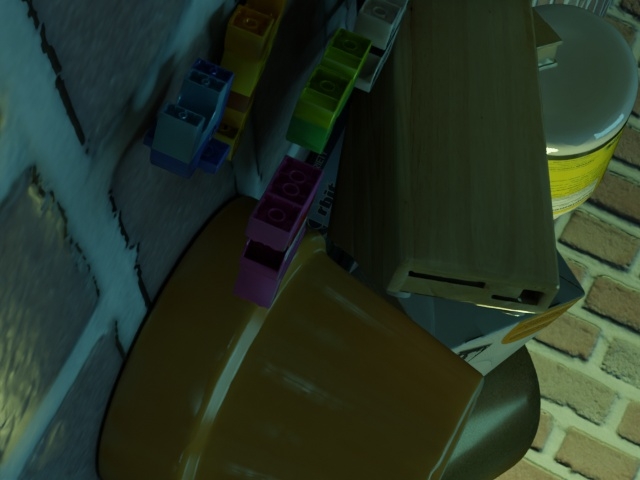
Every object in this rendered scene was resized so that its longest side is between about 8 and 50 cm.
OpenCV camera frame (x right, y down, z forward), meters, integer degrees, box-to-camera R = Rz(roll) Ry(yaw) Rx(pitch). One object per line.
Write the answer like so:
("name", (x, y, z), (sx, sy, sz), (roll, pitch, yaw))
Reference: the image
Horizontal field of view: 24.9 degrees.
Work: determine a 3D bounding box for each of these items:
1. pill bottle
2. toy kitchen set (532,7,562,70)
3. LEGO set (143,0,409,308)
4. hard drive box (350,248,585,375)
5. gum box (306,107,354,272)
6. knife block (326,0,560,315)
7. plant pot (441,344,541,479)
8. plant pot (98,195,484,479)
("pill bottle", (0.276, -0.140, 1.810), (0.188, 0.188, 0.334), (-62, 170, -16))
("toy kitchen set", (0.183, -0.185, 1.449), (0.083, 0.075, 0.068), (-17, 140, -20))
("LEGO set", (-0.029, -0.058, 0.726), (0.227, 0.087, 0.093), (-64, 176, -46))
("hard drive box", (0.060, 0.083, 1.120), (0.181, 0.089, 0.232), (-17, 160, -42))
("gum box", (0.000, 0.000, 1.131), (0.157, 0.041, 0.184), (-62, 170, -13))
("knife block", (0.075, -0.100, 0.844), (0.275, 0.088, 0.242), (-134, -127, -77))
("plant pot", (0.040, 0.179, 1.344), (0.254, 0.237, 0.237), (-33, 150, -46))
("plant pot", (-0.007, 0.103, 0.916), (0.205, 0.188, 0.205), (-61, 170, -19))
